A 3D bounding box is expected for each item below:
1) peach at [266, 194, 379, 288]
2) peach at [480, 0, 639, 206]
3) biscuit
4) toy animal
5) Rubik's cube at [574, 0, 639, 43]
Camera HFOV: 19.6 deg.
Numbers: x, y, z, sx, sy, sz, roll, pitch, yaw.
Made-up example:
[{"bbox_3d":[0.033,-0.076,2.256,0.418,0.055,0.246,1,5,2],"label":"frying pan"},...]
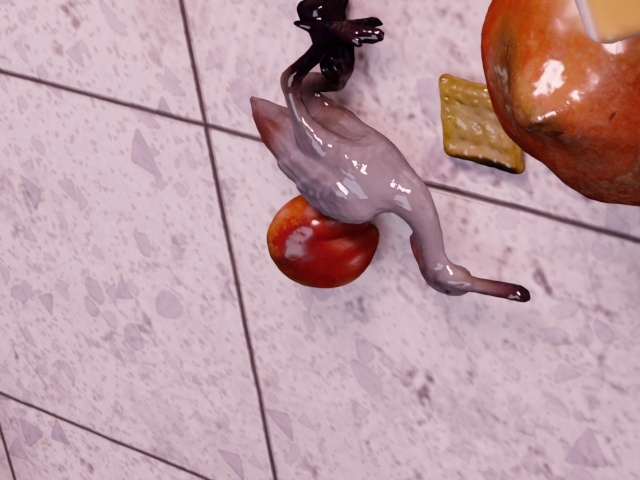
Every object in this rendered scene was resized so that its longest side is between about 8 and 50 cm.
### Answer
[{"bbox_3d":[0.000,0.001,1.743,0.101,0.101,0.100,26,135,29],"label":"peach"},{"bbox_3d":[0.220,-0.126,1.302,0.232,0.257,0.232,25,136,26],"label":"peach"},{"bbox_3d":[0.139,-0.100,1.590,0.083,0.018,0.081,17,130,35],"label":"biscuit"},{"bbox_3d":[0.039,-0.061,1.660,0.195,0.090,0.324,-20,101,54],"label":"toy animal"},{"bbox_3d":[0.222,-0.330,0.990,0.292,0.290,0.291,-19,126,7],"label":"Rubik's cube"}]
